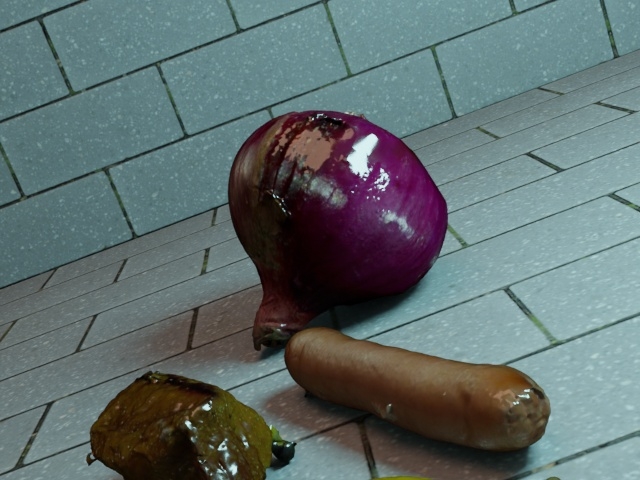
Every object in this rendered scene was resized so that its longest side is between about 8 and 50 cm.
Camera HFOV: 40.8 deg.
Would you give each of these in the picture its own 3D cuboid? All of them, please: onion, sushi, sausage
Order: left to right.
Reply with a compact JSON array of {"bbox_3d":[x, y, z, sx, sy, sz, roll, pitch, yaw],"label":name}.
[{"bbox_3d":[-0.136,0.227,0.934,0.296,0.179,0.167,-6,37,51],"label":"sushi"},{"bbox_3d":[0.000,0.000,1.320,0.347,0.347,0.385,11,73,63],"label":"onion"},{"bbox_3d":[0.087,0.161,0.960,0.419,0.094,0.094,4,58,56],"label":"sausage"}]

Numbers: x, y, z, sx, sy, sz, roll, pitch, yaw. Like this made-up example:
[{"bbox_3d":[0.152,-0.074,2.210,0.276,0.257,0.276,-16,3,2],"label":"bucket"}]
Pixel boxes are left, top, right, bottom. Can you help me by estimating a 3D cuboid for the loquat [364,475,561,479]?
[{"bbox_3d":[0.062,0.229,0.492,0.246,0.213,0.213,-45,20,-9],"label":"loquat"}]
